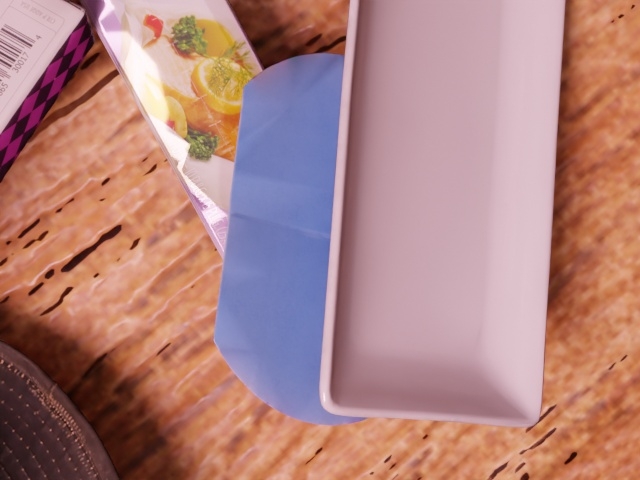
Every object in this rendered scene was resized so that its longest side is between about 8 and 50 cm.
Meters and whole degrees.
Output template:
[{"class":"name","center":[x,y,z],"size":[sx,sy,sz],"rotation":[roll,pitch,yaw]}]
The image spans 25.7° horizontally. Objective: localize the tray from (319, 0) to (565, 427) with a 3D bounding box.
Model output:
[{"class":"tray","center":[0.056,-0.051,0.658],"size":[0.145,0.030,0.270],"rotation":[10,81,-40]}]

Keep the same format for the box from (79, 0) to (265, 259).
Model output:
[{"class":"box","center":[-0.085,-0.127,0.674],"size":[0.063,0.067,0.324],"rotation":[-28,101,-1]}]

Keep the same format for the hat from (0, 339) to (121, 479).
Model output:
[{"class":"hat","center":[-0.256,0.173,0.630],"size":[0.331,0.134,0.331],"rotation":[-3,75,11]}]

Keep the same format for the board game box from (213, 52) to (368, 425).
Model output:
[{"class":"board game box","center":[0.000,0.000,0.649],"size":[0.133,0.033,0.168],"rotation":[13,80,-41]}]

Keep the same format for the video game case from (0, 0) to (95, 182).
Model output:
[{"class":"video game case","center":[-0.250,-0.053,0.622],"size":[0.210,0.042,0.232],"rotation":[29,76,8]}]
